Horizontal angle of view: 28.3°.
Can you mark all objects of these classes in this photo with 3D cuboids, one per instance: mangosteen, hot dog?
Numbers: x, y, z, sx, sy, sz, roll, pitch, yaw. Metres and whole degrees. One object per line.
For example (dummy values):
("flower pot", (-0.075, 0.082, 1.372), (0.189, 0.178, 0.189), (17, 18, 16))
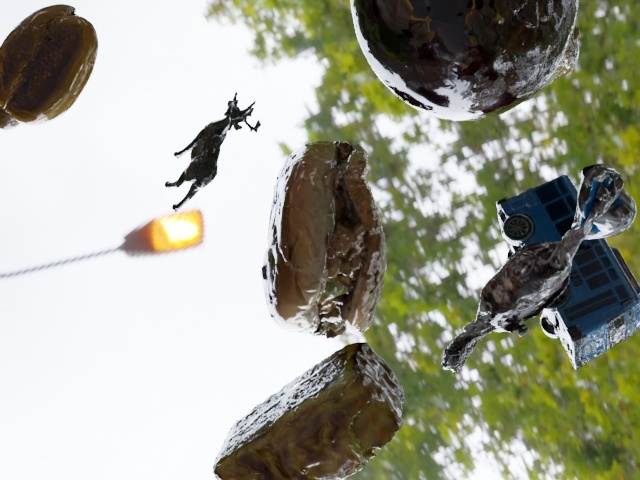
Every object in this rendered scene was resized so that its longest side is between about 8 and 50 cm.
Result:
("mangosteen", (0.116, -0.236, 1.253), (0.261, 0.235, 0.235), (9, -120, 52))
("hot dog", (-0.263, -0.157, 1.194), (0.090, 0.060, 0.140), (34, -81, 9))

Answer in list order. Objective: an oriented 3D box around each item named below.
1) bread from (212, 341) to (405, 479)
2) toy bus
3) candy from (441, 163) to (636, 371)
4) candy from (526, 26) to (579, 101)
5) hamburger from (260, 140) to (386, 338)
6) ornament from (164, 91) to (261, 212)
("bread", (-0.015, 0.210, 1.395), (0.222, 0.096, 0.181), (-36, -173, 16))
("toy bus", (0.265, 0.032, 1.346), (0.106, 0.090, 0.185), (-23, -119, -1))
("candy", (0.173, 0.028, 1.057), (0.226, 0.094, 0.051), (-52, -124, 22))
("candy", (0.226, -0.255, 1.744), (0.259, 0.260, 0.118), (-14, -97, 13))
("hamburger", (0.000, 0.000, 1.582), (0.146, 0.286, 0.243), (2, -118, -4))
("ornament", (-0.089, -0.076, 1.056), (0.125, 0.028, 0.073), (-30, -141, 50))
